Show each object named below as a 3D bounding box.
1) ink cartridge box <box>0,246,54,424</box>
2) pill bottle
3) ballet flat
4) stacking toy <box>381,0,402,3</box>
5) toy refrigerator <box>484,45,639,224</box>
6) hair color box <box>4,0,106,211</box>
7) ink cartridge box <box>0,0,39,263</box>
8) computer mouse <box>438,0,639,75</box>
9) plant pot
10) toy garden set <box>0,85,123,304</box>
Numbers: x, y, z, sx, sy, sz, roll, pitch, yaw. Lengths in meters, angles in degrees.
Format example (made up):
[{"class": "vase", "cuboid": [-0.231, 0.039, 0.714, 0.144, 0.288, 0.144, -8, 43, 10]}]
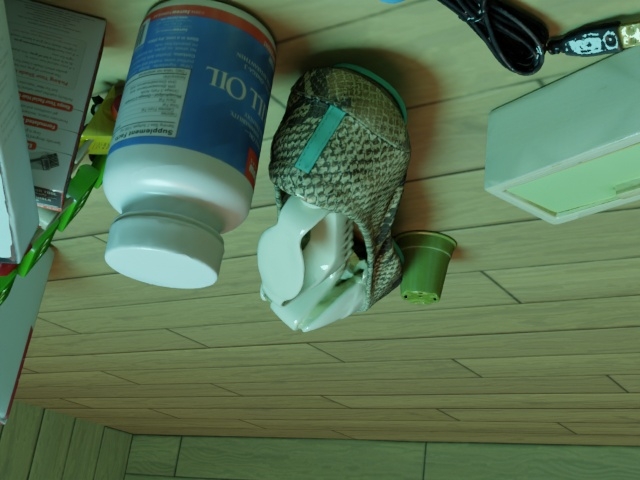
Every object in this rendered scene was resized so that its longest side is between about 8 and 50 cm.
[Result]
[{"class": "ink cartridge box", "cuboid": [-0.633, 0.104, 1.287, 0.384, 0.279, 0.160, 2, 157, 15]}, {"class": "pill bottle", "cuboid": [-0.111, -0.078, 0.726, 0.124, 0.222, 0.124, 7, 159, 3]}, {"class": "ballet flat", "cuboid": [0.000, 0.000, 0.934, 0.164, 0.182, 0.483, 29, 163, 13]}, {"class": "stacking toy", "cuboid": [-0.067, -0.221, 0.481, 0.301, 0.166, 0.175, 2, 148, 45]}, {"class": "toy refrigerator", "cuboid": [0.272, -0.094, 0.727, 0.102, 0.094, 0.269, 22, 154, -31]}, {"class": "hair color box", "cuboid": [-0.248, -0.118, 0.746, 0.093, 0.167, 0.053, 13, 158, -12]}, {"class": "ink cartridge box", "cuboid": [-0.304, -0.148, 0.580, 0.175, 0.069, 0.371, 4, 125, -2]}, {"class": "computer mouse", "cuboid": [0.199, -0.176, 0.591, 0.262, 0.060, 0.184, -12, 151, 41]}, {"class": "plant pot", "cuboid": [0.133, 0.039, 1.133, 0.083, 0.079, 0.083, 7, 159, 3]}, {"class": "toy garden set", "cuboid": [-0.276, -0.043, 0.881, 0.049, 0.244, 0.204, 38, 152, -9]}]
